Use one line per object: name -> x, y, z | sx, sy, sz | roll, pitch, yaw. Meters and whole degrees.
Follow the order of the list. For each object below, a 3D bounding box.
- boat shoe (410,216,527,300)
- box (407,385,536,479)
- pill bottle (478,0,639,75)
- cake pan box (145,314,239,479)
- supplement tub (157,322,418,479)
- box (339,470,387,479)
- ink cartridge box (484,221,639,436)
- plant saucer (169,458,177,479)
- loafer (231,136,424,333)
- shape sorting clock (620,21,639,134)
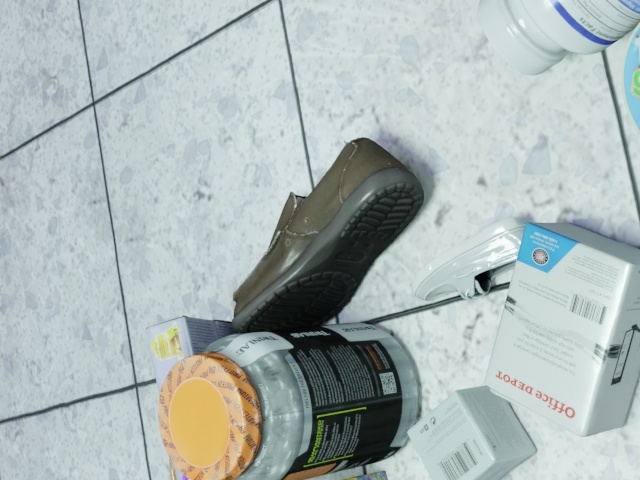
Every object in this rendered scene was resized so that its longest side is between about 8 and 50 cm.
boat shoe -> 0.189, 0.038, 1.462 | 0.184, 0.066, 0.063 | -33, 67, 31
box -> 0.183, 0.244, 1.446 | 0.101, 0.087, 0.102 | -48, 58, 35
pill bottle -> 0.302, -0.295, 1.270 | 0.272, 0.152, 0.152 | -36, 66, 41
cake pan box -> -0.130, 0.235, 1.656 | 0.070, 0.267, 0.246 | -17, 77, 19
supplement tub -> -0.038, 0.207, 1.503 | 0.193, 0.316, 0.194 | 0, 90, 41
box -> -0.027, 0.476, 1.530 | 0.177, 0.279, 0.290 | -30, 70, 42
ink cartridge box -> 0.286, 0.096, 1.340 | 0.148, 0.085, 0.203 | 26, 110, 43
plant saucer -> -0.159, 0.352, 1.835 | 0.200, 0.037, 0.200 | 0, 90, 45
loafer -> 0.000, 0.000, 1.619 | 0.366, 0.133, 0.130 | -45, 50, 31
shape sorting clock -> 0.400, -0.153, 1.213 | 0.206, 0.040, 0.206 | 22, 125, 36
